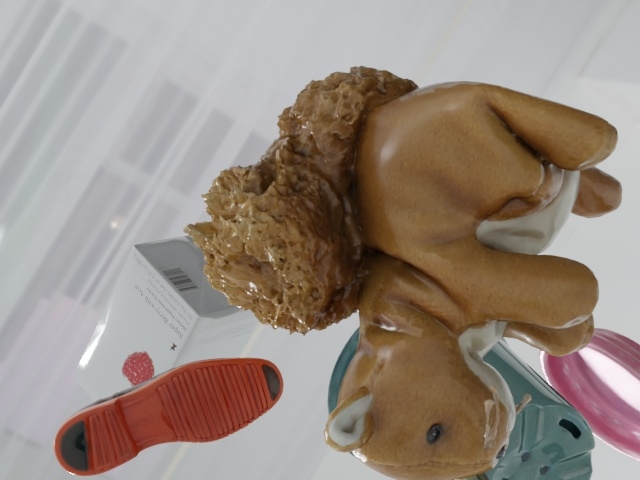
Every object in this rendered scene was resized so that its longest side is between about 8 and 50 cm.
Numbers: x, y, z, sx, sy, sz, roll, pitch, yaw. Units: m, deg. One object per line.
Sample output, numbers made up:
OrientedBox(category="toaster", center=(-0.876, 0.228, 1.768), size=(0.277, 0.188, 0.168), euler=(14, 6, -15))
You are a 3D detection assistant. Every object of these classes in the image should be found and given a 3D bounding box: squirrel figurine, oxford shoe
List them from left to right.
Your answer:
OrientedBox(category="oxford shoe", center=(-0.179, 0.193, 1.199), size=(0.271, 0.097, 0.098), euler=(-14, -174, -10))
OrientedBox(category="squirrel figurine", center=(0.076, 0.034, 1.009), size=(0.397, 0.370, 0.281), euler=(21, 178, 12))

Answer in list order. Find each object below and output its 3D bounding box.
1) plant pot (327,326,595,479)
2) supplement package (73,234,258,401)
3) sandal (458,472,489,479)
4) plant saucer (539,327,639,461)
OrientedBox(category="plant pot", center=(0.237, 0.298, 1.621), size=(0.341, 0.341, 0.334), euler=(30, -176, -33))
OrientedBox(category="supplement package", center=(-0.247, 0.160, 1.666), size=(0.177, 0.293, 0.175), euler=(43, -149, 24))
OrientedBox(category="sandal", center=(0.184, 0.342, 1.144), size=(0.086, 0.120, 0.303), euler=(-13, -151, -27))
OrientedBox(category="plant saucer", center=(0.579, 0.288, 1.960), size=(0.332, 0.084, 0.332), euler=(41, 159, 19))
